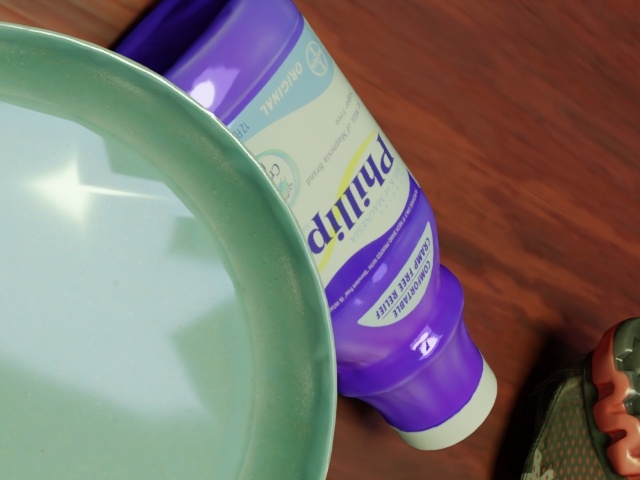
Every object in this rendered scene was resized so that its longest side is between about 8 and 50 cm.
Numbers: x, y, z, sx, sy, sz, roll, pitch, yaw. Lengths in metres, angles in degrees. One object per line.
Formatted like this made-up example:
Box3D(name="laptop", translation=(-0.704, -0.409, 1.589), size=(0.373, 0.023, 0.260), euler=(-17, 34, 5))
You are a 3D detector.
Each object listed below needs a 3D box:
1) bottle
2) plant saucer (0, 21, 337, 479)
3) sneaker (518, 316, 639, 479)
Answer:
Box3D(name="bottle", translation=(0.000, 0.000, 0.652), size=(0.118, 0.092, 0.283), euler=(-52, 124, -24))
Box3D(name="plant saucer", translation=(-0.146, 0.070, 0.517), size=(0.318, 0.044, 0.317), euler=(-3, 97, -22))
Box3D(name="sneaker", translation=(0.189, 0.193, 0.781), size=(0.098, 0.135, 0.276), euler=(13, 61, -39))
